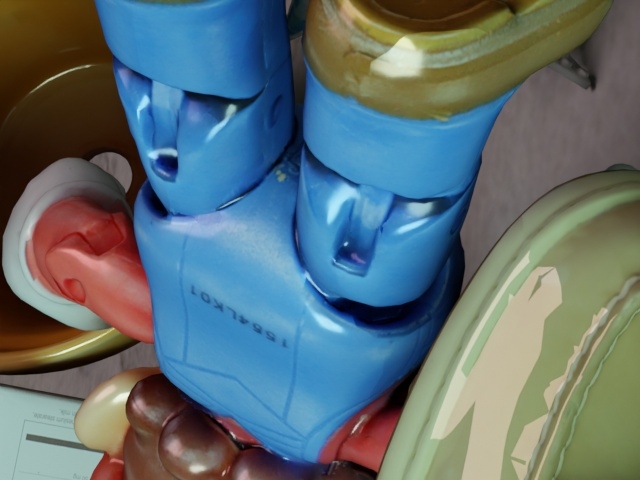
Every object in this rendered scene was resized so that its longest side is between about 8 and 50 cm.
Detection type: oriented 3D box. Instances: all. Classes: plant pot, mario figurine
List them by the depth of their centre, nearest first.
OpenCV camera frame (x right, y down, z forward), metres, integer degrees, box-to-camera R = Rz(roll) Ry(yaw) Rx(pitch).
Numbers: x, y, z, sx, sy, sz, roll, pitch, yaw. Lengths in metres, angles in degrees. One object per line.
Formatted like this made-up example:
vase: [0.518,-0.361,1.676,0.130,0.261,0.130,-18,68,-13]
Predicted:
mario figurine: [0.000,0.000,0.535,0.320,0.170,0.198,99,149,-50]
plant pot: [-0.116,-0.040,0.765,0.188,0.205,0.205,46,-123,-80]

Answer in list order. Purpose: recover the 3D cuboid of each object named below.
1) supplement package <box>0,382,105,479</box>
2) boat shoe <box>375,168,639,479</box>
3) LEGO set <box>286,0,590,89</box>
supplement package: [-0.111,0.185,0.704,0.134,0.139,0.244,-3,74,65]
boat shoe: [0.065,0.127,0.416,0.089,0.104,0.285,30,114,61]
LEGO set: [0.056,-0.133,0.663,0.182,0.060,0.244,-9,58,66]
